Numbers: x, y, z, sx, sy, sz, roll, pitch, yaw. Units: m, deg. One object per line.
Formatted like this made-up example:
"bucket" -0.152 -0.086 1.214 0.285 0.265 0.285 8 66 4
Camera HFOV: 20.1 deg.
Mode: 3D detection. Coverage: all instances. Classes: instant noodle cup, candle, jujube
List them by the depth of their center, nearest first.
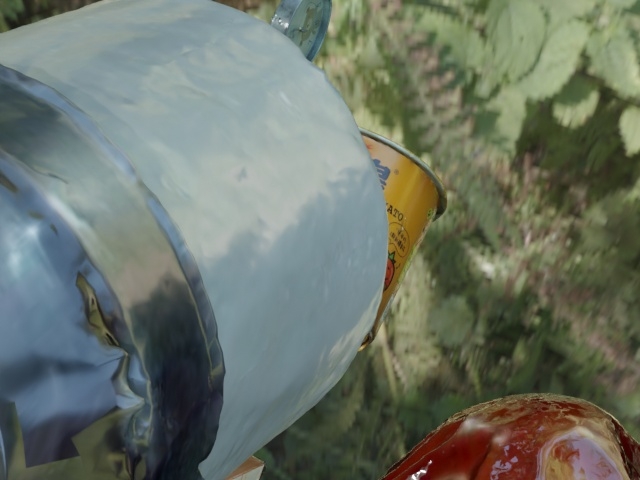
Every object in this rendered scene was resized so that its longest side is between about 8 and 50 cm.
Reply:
"candle" -0.098 0.014 0.742 0.221 0.342 0.221 9 110 25
"jujube" 0.064 0.166 0.844 0.230 0.155 0.155 -29 71 28
"instant noodle cup" 0.000 0.000 1.782 0.215 0.216 0.172 18 68 6

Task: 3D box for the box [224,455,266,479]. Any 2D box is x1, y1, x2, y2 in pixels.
"box" -0.229 0.374 1.696 0.122 0.385 0.345 24 104 20

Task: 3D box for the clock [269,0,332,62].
"clock" -0.018 -0.170 1.453 0.017 0.085 0.085 23 74 20
